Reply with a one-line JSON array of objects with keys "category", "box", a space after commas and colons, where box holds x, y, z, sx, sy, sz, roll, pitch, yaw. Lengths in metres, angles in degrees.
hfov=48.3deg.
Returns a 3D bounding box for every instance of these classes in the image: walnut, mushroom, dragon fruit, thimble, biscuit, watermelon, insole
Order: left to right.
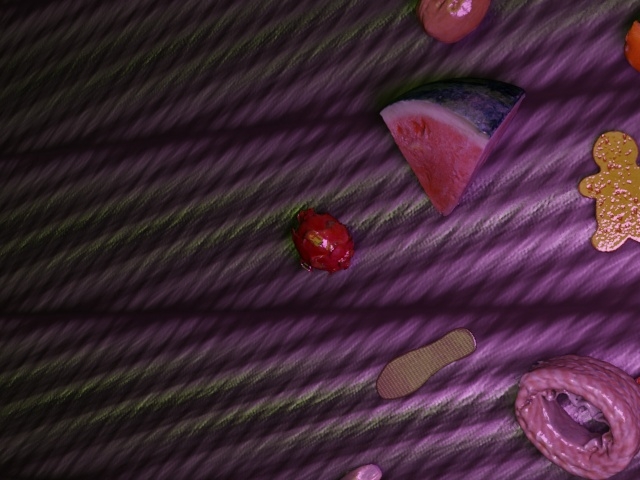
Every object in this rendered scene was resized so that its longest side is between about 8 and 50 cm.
[{"category": "dragon fruit", "box": [0.000, 0.000, 1.595, 0.136, 0.133, 0.165, -38, 76, 23]}, {"category": "mushroom", "box": [0.050, 0.573, 1.572, 0.209, 0.071, 0.084, -50, 37, 7]}, {"category": "insole", "box": [0.225, 0.268, 1.556, 0.253, 0.005, 0.086, -35, 76, 16]}, {"category": "watermelon", "box": [0.255, -0.207, 1.448, 0.283, 0.250, 0.292, 6, 86, 27]}, {"category": "walnut", "box": [0.284, -0.500, 1.513, 0.167, 0.149, 0.166, -29, 46, 34]}, {"category": "thimble", "box": [0.496, 0.327, 1.351, 0.229, 0.148, 0.195, 18, 109, 36]}, {"category": "biscuit", "box": [0.596, -0.099, 1.416, 0.158, 0.035, 0.240, -7, 85, 19]}]

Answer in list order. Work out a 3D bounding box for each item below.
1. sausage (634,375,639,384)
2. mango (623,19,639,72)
[{"category": "sausage", "box": [0.622, 0.282, 1.378, 0.145, 0.048, 0.050, -42, 76, 17]}, {"category": "mango", "box": [0.704, -0.357, 1.344, 0.252, 0.126, 0.153, 21, 83, 15]}]
